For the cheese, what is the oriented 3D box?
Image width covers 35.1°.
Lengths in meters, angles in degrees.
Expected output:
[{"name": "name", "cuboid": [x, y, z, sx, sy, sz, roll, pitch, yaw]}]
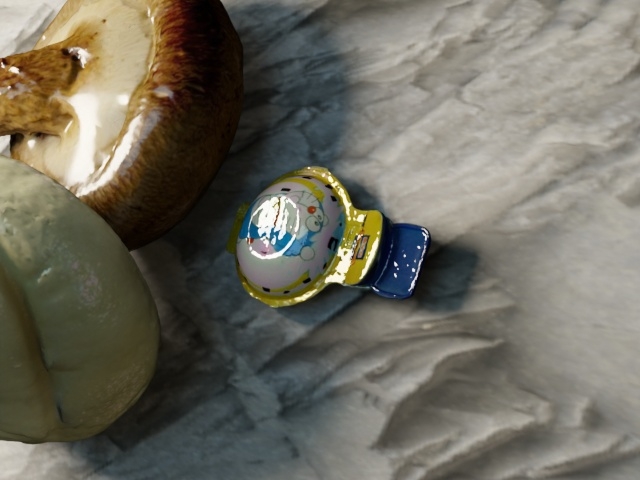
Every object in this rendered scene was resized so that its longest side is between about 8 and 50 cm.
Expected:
[{"name": "cheese", "cuboid": [0.000, 0.000, 1.032, 0.250, 0.064, 0.157, 10, 79, 36]}]

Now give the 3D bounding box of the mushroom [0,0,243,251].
[{"name": "mushroom", "cuboid": [-0.224, -0.155, 1.151, 0.345, 0.239, 0.345, 0, 91, 21]}]

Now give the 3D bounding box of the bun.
[{"name": "bun", "cuboid": [-0.343, 0.074, 1.028, 0.365, 0.365, 0.219, 15, 48, 34]}]
